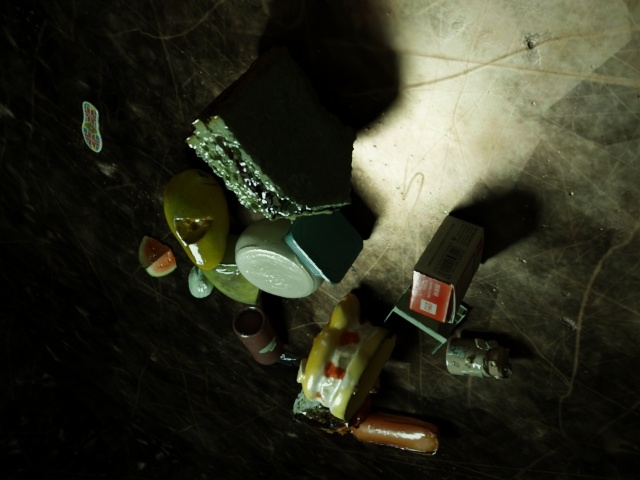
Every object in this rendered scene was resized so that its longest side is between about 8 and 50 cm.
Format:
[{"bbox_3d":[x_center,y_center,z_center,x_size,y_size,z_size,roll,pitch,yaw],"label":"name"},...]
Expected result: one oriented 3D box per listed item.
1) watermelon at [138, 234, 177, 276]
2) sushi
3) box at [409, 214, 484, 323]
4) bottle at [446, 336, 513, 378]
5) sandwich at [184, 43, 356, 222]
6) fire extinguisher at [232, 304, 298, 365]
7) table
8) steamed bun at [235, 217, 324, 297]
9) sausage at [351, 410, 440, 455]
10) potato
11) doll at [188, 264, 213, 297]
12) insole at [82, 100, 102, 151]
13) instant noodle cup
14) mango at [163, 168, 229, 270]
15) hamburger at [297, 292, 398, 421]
[{"bbox_3d":[-0.485,0.048,2.237,0.094,0.125,0.135,-36,139,24],"label":"watermelon"},{"bbox_3d":[0.049,0.464,2.175,0.182,0.196,0.343,23,153,-14],"label":"sushi"},{"bbox_3d":[0.260,0.059,1.490,0.099,0.182,0.133,20,140,21],"label":"box"},{"bbox_3d":[0.383,0.278,1.732,0.152,0.099,0.099,1,133,34],"label":"bottle"},{"bbox_3d":[-0.066,-0.178,1.415,0.325,0.262,0.131,48,142,-18],"label":"sandwich"},{"bbox_3d":[-0.156,0.309,2.200,0.138,0.102,0.344,5,153,15],"label":"fire extinguisher"},{"bbox_3d":[0.250,0.181,1.753,0.146,0.062,0.175,32,148,6],"label":"table"},{"bbox_3d":[-0.088,0.029,1.784,0.232,0.145,0.231,16,146,11],"label":"steamed bun"},{"bbox_3d":[0.225,0.571,2.207,0.330,0.102,0.102,0,132,43],"label":"sausage"},{"bbox_3d":[-0.219,0.103,2.012,0.270,0.112,0.255,10,142,25],"label":"potato"},{"bbox_3d":[-0.354,0.117,2.157,0.214,0.072,0.103,160,100,-75],"label":"doll"},{"bbox_3d":[-0.617,-0.304,1.967,0.065,0.006,0.193,32,146,6],"label":"insole"},{"bbox_3d":[0.000,0.000,1.663,0.070,0.157,0.179,-18,119,48],"label":"instant noodle cup"},{"bbox_3d":[-0.304,-0.053,1.834,0.130,0.167,0.261,-2,120,33],"label":"mango"},{"bbox_3d":[0.064,0.300,1.897,0.186,0.261,0.302,30,128,15],"label":"hamburger"}]
